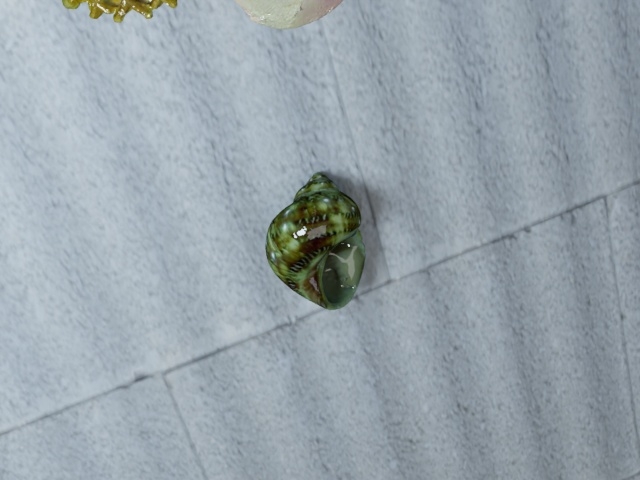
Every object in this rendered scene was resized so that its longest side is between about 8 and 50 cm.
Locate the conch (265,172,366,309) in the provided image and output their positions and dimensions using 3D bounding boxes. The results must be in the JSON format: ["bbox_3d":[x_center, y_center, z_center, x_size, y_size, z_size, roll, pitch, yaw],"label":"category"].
[{"bbox_3d":[-0.002,-0.002,1.820,0.187,0.124,0.181,19,101,-54],"label":"conch"}]

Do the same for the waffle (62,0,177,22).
[{"bbox_3d":[-0.254,-0.388,1.486,0.232,0.051,0.228,1,113,22],"label":"waffle"}]

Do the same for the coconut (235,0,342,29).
[{"bbox_3d":[-0.051,-0.396,1.505,0.233,0.245,0.233,-7,119,-13],"label":"coconut"}]
